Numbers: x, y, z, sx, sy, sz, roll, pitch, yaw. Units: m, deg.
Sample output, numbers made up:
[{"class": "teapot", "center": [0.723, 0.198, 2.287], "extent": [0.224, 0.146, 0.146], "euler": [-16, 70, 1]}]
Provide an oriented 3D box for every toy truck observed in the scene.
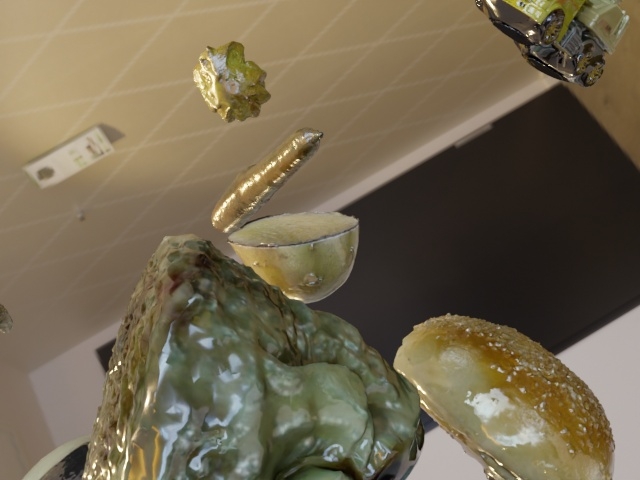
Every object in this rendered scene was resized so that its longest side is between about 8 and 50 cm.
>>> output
[{"class": "toy truck", "center": [0.488, -0.473, 1.554], "extent": [0.180, 0.254, 0.405], "euler": [41, -163, 32]}]

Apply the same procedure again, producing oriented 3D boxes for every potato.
[{"class": "potato", "center": [-0.034, 0.030, 1.121], "extent": [0.202, 0.182, 0.117], "euler": [6, 112, 47]}]

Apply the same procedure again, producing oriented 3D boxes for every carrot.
[{"class": "carrot", "center": [-0.087, -0.101, 1.247], "extent": [0.342, 0.070, 0.070], "euler": [-37, 82, 51]}]

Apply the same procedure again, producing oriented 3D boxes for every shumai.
[{"class": "shumai", "center": [-0.058, 0.195, 0.813], "extent": [0.395, 0.348, 0.395], "euler": [-171, 90, -74]}]

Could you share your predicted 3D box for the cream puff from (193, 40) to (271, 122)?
[{"class": "cream puff", "center": [-0.095, -0.165, 0.811], "extent": [0.058, 0.083, 0.083], "euler": [-71, -22, -79]}]

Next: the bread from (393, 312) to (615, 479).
[{"class": "bread", "center": [0.241, 0.210, 0.961], "extent": [0.314, 0.171, 0.192], "euler": [40, -179, 5]}]

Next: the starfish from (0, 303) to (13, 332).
[{"class": "starfish", "center": [-0.440, 0.073, 0.793], "extent": [0.094, 0.327, 0.375], "euler": [32, -164, 16]}]

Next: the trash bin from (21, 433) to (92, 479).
[{"class": "trash bin", "center": [-0.304, 0.498, 1.237], "extent": [0.280, 0.280, 0.432], "euler": [57, 179, 42]}]
